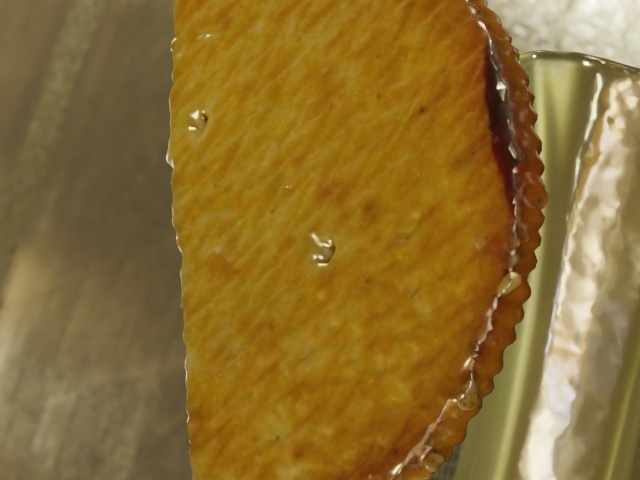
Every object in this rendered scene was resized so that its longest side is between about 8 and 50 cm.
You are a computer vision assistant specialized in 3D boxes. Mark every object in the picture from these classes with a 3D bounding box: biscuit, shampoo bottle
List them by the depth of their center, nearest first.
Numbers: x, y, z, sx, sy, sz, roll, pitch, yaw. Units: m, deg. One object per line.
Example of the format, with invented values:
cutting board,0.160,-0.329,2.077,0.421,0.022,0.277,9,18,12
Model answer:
biscuit,0.009,-0.010,0.568,0.126,0.025,0.206,-17,65,31
shampoo bottle,0.062,0.111,0.714,0.125,0.084,0.350,135,150,-78
